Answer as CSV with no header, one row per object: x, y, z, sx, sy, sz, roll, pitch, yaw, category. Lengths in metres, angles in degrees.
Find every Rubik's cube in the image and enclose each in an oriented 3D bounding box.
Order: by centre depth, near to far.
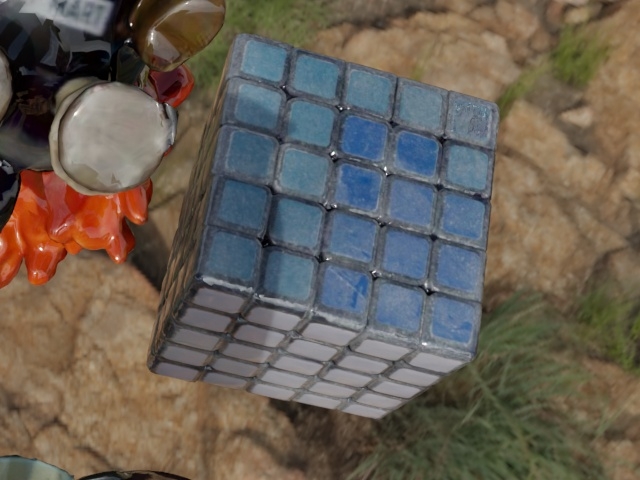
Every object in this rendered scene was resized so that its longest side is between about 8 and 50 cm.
0.000,0.000,0.991,0.237,0.238,0.237,13,65,-12,Rubik's cube

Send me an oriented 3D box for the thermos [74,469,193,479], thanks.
-0.080,0.221,0.346,0.136,0.330,0.109,19,14,39,thermos

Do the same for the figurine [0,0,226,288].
-0.147,-0.138,0.571,0.241,0.412,0.306,0,80,-23,figurine

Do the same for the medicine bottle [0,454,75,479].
-0.139,0.198,0.484,0.074,0.074,0.218,5,42,-10,medicine bottle
